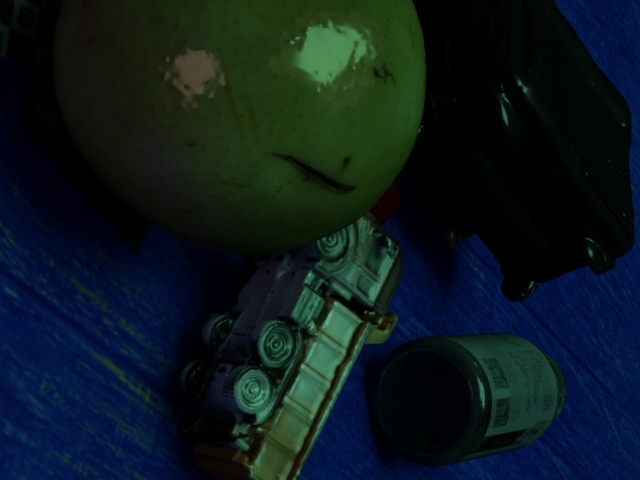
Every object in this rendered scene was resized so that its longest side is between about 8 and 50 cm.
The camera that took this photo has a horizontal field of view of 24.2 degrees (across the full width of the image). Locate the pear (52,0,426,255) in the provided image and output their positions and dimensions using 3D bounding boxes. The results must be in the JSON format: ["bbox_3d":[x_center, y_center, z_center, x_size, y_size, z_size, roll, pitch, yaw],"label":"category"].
[{"bbox_3d":[-0.063,-0.132,1.219,0.309,0.309,0.309,30,54,-52],"label":"pear"}]

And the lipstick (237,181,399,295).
[{"bbox_3d":[0.001,-0.001,1.542,0.279,0.073,0.073,-44,117,-56],"label":"lipstick"}]

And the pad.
[{"bbox_3d":[-0.186,-0.092,1.295,0.190,0.004,0.127,56,41,-44],"label":"pad"}]

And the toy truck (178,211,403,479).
[{"bbox_3d":[-0.024,0.094,1.346,0.135,0.114,0.270,39,69,-32],"label":"toy truck"}]

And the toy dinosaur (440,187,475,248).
[{"bbox_3d":[0.196,-0.044,1.885,0.120,0.079,0.292,55,34,-24],"label":"toy dinosaur"}]

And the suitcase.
[{"bbox_3d":[0.235,-0.151,1.774,0.345,0.188,0.339,47,35,-35],"label":"suitcase"}]

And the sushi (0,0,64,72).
[{"bbox_3d":[-0.242,-0.207,1.244,0.201,0.031,0.139,13,75,-60],"label":"sushi"}]

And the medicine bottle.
[{"bbox_3d":[0.185,0.177,1.713,0.293,0.141,0.141,3,77,-59],"label":"medicine bottle"}]
